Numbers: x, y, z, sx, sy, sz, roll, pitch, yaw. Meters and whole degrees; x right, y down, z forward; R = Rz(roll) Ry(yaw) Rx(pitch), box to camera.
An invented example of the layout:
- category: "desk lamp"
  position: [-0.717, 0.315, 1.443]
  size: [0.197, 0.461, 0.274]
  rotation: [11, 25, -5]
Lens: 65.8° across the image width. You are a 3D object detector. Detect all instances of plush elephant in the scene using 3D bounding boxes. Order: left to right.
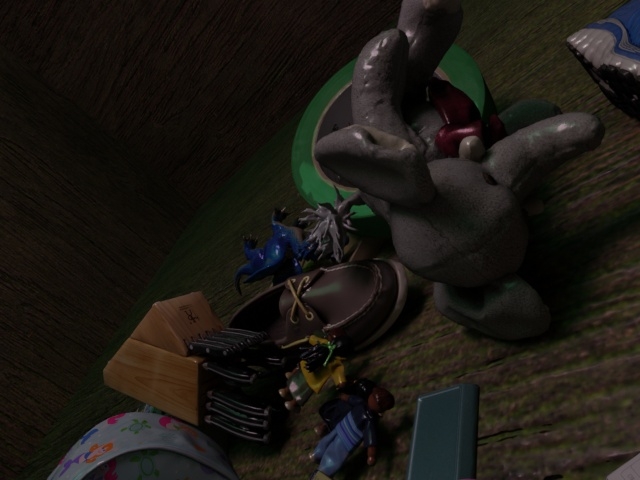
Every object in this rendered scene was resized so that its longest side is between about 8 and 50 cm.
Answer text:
- category: "plush elephant"
  position: [0.132, -0.063, 0.480]
  size: [0.330, 0.272, 0.255]
  rotation: [-45, 28, 4]

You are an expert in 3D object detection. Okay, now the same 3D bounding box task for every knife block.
- category: "knife block"
  position: [-0.174, 0.210, 0.710]
  size: [0.275, 0.242, 0.088]
  rotation: [-46, -19, 29]

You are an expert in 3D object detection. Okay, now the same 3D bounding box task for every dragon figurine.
- category: "dragon figurine"
  position: [-0.078, 0.043, 0.843]
  size: [0.289, 0.085, 0.144]
  rotation: [-39, 40, 27]

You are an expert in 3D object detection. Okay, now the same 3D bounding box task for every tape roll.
- category: "tape roll"
  position: [0.106, -0.163, 0.775]
  size: [0.322, 0.077, 0.321]
  rotation: [-16, 57, 27]

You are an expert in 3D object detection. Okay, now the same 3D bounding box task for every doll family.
- category: "doll family"
  position: [0.019, 0.164, 0.540]
  size: [0.111, 0.076, 0.193]
  rotation: [-48, 46, 10]

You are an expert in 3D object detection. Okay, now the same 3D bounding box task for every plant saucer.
- category: "plant saucer"
  position: [0.094, 0.204, 0.405]
  size: [0.067, 0.018, 0.192]
  rotation: [-33, 24, 39]

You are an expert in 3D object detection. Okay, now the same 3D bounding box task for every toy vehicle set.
- category: "toy vehicle set"
  position: [-0.004, 0.055, 0.883]
  size: [0.267, 0.035, 0.165]
  rotation: [-19, 35, 56]

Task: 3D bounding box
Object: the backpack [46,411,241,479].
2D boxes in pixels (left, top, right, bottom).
- category: "backpack"
  position: [-0.192, 0.317, 0.497]
  size: [0.253, 0.225, 0.191]
  rotation: [-57, 21, -17]

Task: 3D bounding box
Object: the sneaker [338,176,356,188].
- category: "sneaker"
  position: [0.114, -0.175, 0.960]
  size: [0.293, 0.108, 0.169]
  rotation: [-21, 36, 57]

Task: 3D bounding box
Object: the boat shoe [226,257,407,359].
- category: "boat shoe"
  position: [-0.020, 0.099, 0.687]
  size: [0.324, 0.097, 0.116]
  rotation: [-29, 52, 48]

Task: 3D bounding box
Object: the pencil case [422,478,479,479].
- category: "pencil case"
  position: [0.098, 0.219, 0.235]
  size: [0.095, 0.098, 0.209]
  rotation: [-31, 21, 0]

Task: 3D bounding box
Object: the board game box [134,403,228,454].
- category: "board game box"
  position: [-0.283, 0.365, 0.809]
  size: [0.303, 0.097, 0.224]
  rotation: [-47, 18, 7]

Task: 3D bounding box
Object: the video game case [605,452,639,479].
- category: "video game case"
  position: [0.265, 0.107, 0.173]
  size: [0.232, 0.042, 0.210]
  rotation: [-45, 19, 11]

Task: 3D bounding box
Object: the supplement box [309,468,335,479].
- category: "supplement box"
  position: [0.008, 0.252, 0.415]
  size: [0.083, 0.056, 0.083]
  rotation: [-56, 7, -21]

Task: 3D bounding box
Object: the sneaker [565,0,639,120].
- category: "sneaker"
  position: [0.334, -0.171, 0.432]
  size: [0.147, 0.130, 0.330]
  rotation: [-41, 20, 29]
